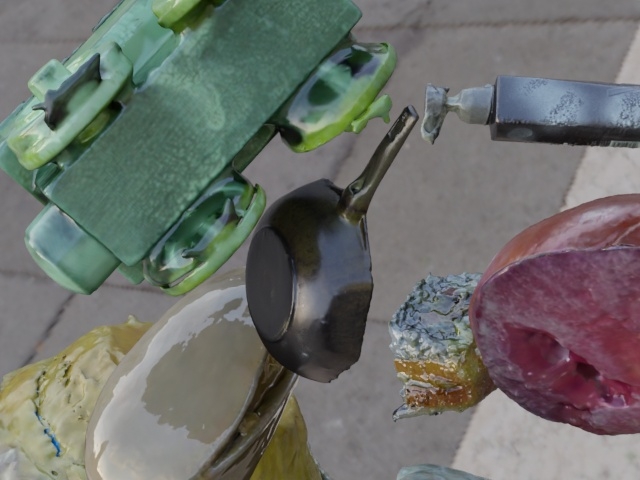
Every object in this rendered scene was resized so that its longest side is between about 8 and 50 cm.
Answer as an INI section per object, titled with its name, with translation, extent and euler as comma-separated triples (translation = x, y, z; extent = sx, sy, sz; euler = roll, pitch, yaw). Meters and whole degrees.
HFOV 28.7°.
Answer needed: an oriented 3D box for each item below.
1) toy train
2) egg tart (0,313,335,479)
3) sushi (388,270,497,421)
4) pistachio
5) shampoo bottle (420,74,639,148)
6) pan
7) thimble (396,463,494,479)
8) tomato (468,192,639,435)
[toy train]
translation = -0.082, -0.088, 0.773
extent = 0.271, 0.159, 0.188
euler = -48, 19, -6
[egg tart]
translation = -0.150, 0.193, 1.247
extent = 0.388, 0.388, 0.169
euler = 38, 113, 50
[sushi]
translation = 0.203, 0.157, 1.943
extent = 0.184, 0.139, 0.274
euler = 14, 39, 30
[pistachio]
translation = -0.086, 0.117, 0.910
extent = 0.152, 0.126, 0.223
euler = -9, 40, 46
[shampoo bottle]
translation = 0.193, -0.111, 1.101
extent = 0.208, 0.057, 0.063
euler = 4, 69, 4
[pan]
translation = -0.007, -0.007, 0.804
extent = 0.048, 0.202, 0.128
euler = -1, 23, -28
[thimble]
translation = 0.153, 0.425, 1.534
extent = 0.195, 0.291, 0.291
euler = 15, 56, 8
[tomato]
translation = 0.318, 0.044, 1.207
extent = 0.335, 0.289, 0.176
euler = -14, 44, 37
